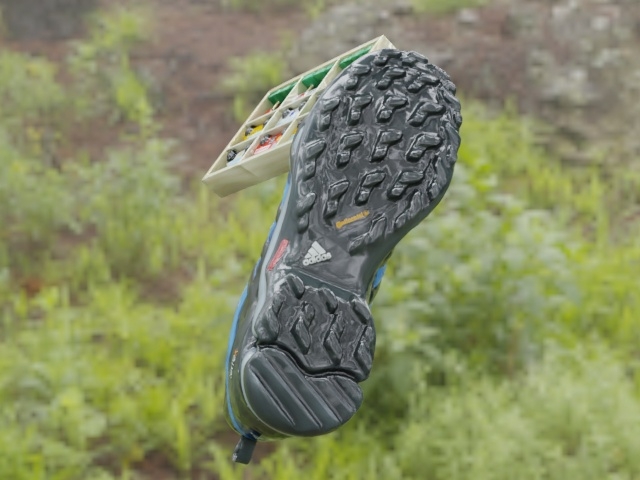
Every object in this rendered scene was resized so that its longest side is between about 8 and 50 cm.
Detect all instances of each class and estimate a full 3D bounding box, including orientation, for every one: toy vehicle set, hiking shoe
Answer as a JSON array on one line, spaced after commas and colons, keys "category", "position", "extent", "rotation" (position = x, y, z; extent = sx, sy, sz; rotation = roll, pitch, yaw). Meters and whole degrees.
[{"category": "toy vehicle set", "position": [-0.026, -0.146, 2.082], "extent": [0.267, 0.035, 0.166], "rotation": [-18, 32, 56]}, {"category": "hiking shoe", "position": [0.000, 0.000, 1.191], "extent": [0.113, 0.304, 0.132], "rotation": [30, -25, -13]}]
